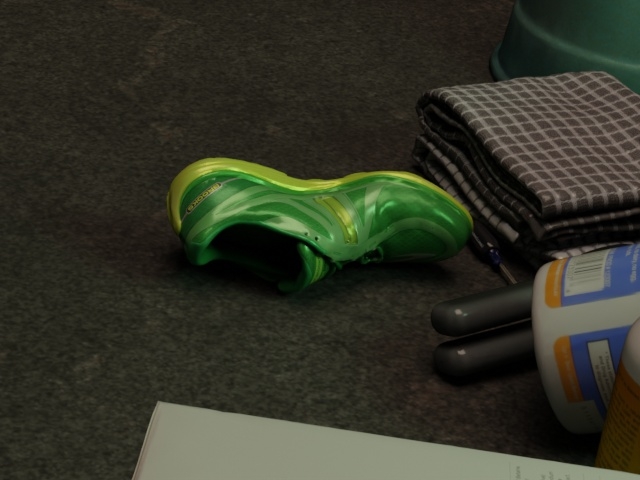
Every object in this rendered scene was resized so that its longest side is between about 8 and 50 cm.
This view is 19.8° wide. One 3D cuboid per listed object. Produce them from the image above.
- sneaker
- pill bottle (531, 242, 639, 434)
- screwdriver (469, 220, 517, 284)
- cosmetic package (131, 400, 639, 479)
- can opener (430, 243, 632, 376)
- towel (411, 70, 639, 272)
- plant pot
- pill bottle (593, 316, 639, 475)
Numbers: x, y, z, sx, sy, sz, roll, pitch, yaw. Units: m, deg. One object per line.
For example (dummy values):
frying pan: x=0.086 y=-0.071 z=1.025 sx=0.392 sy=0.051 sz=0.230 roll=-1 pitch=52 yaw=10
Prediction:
sneaker: x=0.000 y=0.000 z=1.743 sx=0.295 sy=0.109 sz=0.123 roll=3 pitch=51 yaw=-13
pill bottle: x=0.324 y=0.068 z=1.520 sx=0.272 sy=0.152 sz=0.152 roll=-11 pitch=21 yaw=22
screwdriver: x=0.179 y=0.034 z=1.796 sx=0.025 sy=0.024 sz=0.170 roll=-25 pitch=40 yaw=0
cosmetic package: x=0.052 y=0.245 z=1.179 sx=0.365 sy=0.197 sz=0.155 roll=10 pitch=28 yaw=1
can opener: x=0.211 y=0.065 z=1.699 sx=0.280 sy=0.074 sz=0.093 roll=-14 pitch=12 yaw=-36
towel: x=0.258 y=-0.080 z=1.916 sx=0.235 sy=0.121 sz=0.284 roll=-8 pitch=32 yaw=-26
plant pot: x=0.399 y=-0.337 z=2.207 sx=0.341 sy=0.334 sz=0.341 roll=7 pitch=27 yaw=-4
pill bottle: x=0.288 y=0.132 z=1.394 sx=0.136 sy=0.246 sz=0.136 roll=6 pitch=28 yaw=-3
